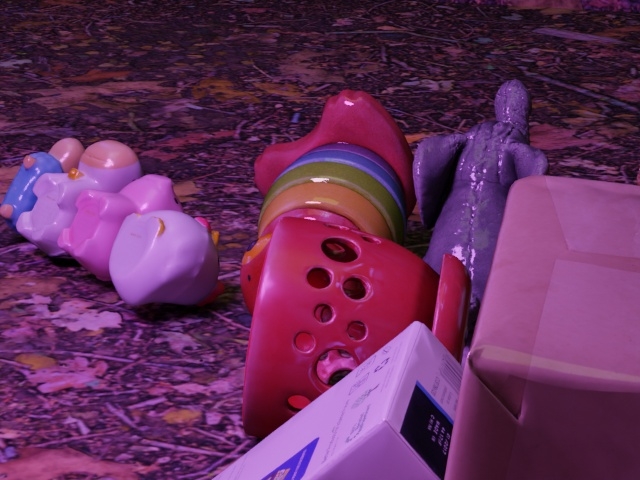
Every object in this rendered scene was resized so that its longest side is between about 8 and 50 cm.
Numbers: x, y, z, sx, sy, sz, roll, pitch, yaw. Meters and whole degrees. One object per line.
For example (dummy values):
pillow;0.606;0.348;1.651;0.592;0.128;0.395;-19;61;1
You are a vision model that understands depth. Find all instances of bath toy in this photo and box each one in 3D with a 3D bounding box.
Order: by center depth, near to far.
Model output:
bath toy;-0.209;-0.016;1.867;0.129;0.151;0.348;31;-2;-37

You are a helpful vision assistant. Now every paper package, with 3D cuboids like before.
paper package;0.162;0.154;1.060;0.168;0.309;0.325;10;20;6

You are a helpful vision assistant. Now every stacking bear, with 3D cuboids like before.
stacking bear;0.000;0.000;1.768;0.175;0.164;0.289;-36;15;29

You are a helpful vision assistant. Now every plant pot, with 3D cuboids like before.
plant pot;0.033;0.085;1.472;0.174;0.191;0.191;9;19;2

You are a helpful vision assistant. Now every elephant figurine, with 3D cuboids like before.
elephant figurine;0.155;-0.041;1.654;0.169;0.239;0.186;2;2;-23

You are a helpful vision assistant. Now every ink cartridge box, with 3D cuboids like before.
ink cartridge box;-0.050;0.195;1.141;0.333;0.065;0.165;-38;9;21

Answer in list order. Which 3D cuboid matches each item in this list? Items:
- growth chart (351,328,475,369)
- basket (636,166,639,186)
growth chart;0.150;0.106;1.658;0.237;0.021;0.172;-5;19;-14
basket;0.411;0.019;1.625;0.223;0.213;0.299;5;18;4
